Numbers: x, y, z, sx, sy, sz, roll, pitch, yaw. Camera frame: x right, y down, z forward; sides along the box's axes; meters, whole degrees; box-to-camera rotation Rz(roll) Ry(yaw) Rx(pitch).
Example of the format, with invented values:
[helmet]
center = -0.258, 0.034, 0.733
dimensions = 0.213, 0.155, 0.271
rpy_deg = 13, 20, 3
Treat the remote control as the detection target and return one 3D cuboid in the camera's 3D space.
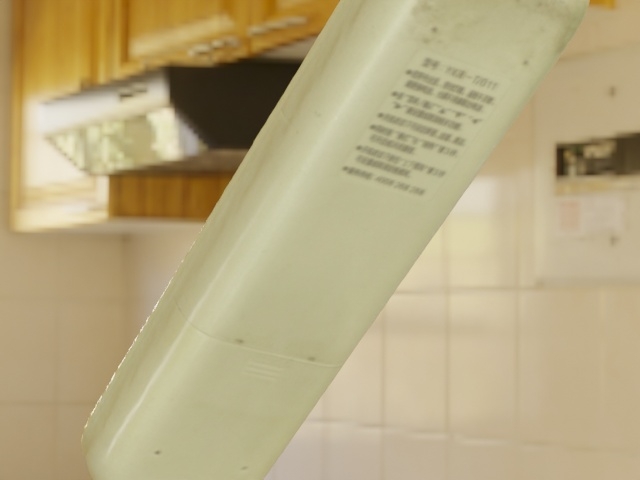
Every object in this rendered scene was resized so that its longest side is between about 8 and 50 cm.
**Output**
[remote control]
center = 0.001, 0.000, 0.636
dimensions = 0.090, 0.310, 0.038
rpy_deg = 15, 33, -30
